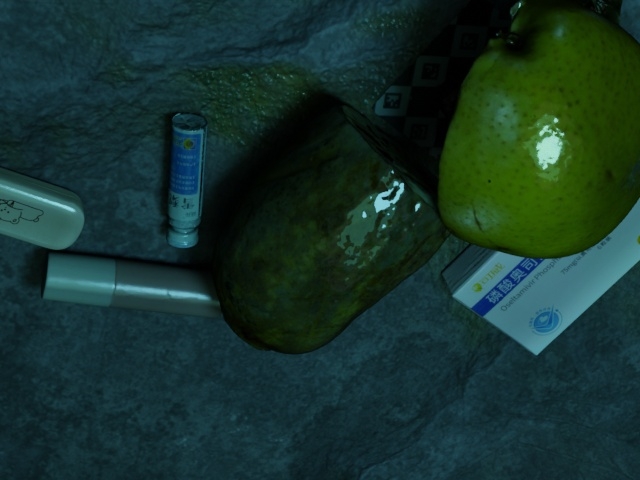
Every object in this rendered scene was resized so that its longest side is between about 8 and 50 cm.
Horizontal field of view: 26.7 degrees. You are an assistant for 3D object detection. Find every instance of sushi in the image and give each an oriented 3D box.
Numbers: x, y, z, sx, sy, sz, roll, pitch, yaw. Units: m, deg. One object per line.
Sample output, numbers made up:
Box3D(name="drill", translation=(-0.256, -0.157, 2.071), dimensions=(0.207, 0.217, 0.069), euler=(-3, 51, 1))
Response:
Box3D(name="sushi", translation=(0.227, -0.189, 1.873), dimensions=(0.231, 0.047, 0.219), euler=(34, 110, -28))

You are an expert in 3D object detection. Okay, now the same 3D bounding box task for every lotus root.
Box3D(name="lotus root", translation=(0.000, 0.000, 1.840), dimensions=(0.250, 0.250, 0.346), euler=(31, 114, -28))

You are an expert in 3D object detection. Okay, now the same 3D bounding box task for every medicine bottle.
Box3D(name="medicine bottle", translation=(-0.185, -0.081, 1.853), dimensions=(0.051, 0.051, 0.191), euler=(0, 122, -12))

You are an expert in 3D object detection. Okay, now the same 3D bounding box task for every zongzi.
Box3D(name="zongzi", translation=(0.396, -0.310, 1.828), dimensions=(0.119, 0.055, 0.109), euler=(-39, 123, 8))

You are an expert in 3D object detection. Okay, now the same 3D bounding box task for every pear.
Box3D(name="pear", translation=(0.321, -0.113, 1.725), dimensions=(0.340, 0.191, 0.386), euler=(-49, 145, -16))

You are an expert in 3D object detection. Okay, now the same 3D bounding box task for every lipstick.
Box3D(name="lipstick", translation=(-0.266, 0.064, 1.918), dimensions=(0.254, 0.070, 0.070), euler=(8, 121, -17))

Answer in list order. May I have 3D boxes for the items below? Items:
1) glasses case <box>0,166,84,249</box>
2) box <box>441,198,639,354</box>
Box3D(name="glasses case", translation=(-0.417, -0.049, 1.824), dimensions=(0.196, 0.050, 0.083), euler=(18, 115, -22))
Box3D(name="box", translation=(0.371, -0.001, 2.016), dimensions=(0.200, 0.065, 0.343), euler=(35, 110, -28))
